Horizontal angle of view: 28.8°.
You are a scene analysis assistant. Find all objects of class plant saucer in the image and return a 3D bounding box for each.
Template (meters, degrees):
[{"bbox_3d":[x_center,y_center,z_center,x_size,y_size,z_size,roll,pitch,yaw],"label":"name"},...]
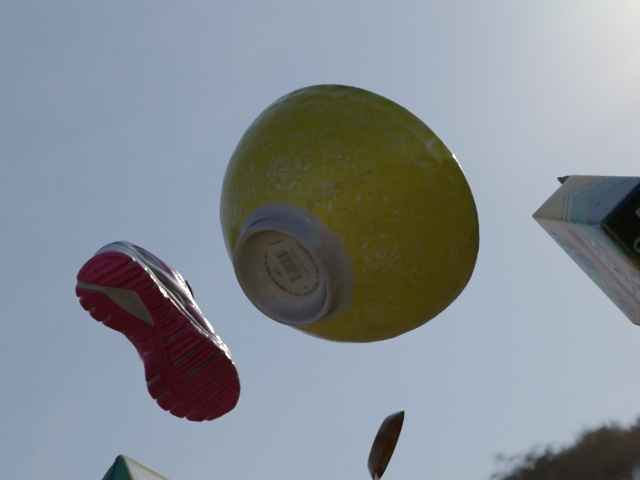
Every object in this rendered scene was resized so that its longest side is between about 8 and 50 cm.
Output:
[{"bbox_3d":[0.068,0.217,1.327,0.083,0.015,0.083,20,-90,-75],"label":"plant saucer"}]

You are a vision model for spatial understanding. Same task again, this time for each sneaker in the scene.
[{"bbox_3d":[-0.171,0.092,1.397,0.103,0.252,0.111,-28,24,9],"label":"sneaker"}]

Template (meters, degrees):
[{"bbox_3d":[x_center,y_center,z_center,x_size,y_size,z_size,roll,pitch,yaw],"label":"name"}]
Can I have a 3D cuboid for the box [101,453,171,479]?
[{"bbox_3d":[-0.001,0.151,0.444,0.179,0.105,0.043,33,-86,-25],"label":"box"}]

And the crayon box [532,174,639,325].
[{"bbox_3d":[0.373,0.019,1.481,0.081,0.202,0.318,-45,6,-2],"label":"crayon box"}]

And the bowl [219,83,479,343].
[{"bbox_3d":[0.000,0.000,1.270,0.289,0.289,0.156,-44,-1,43],"label":"bowl"}]
